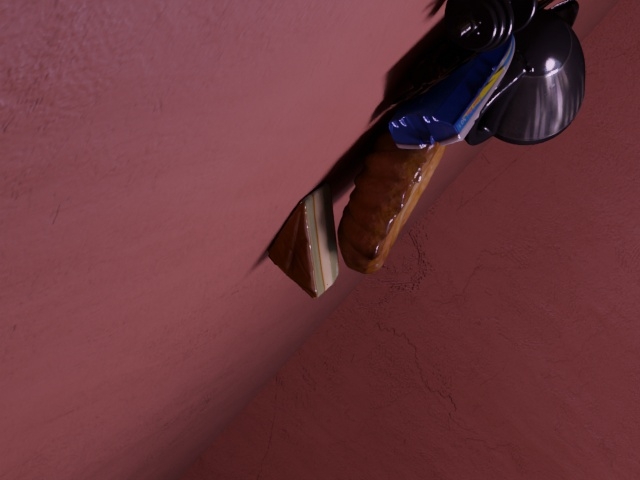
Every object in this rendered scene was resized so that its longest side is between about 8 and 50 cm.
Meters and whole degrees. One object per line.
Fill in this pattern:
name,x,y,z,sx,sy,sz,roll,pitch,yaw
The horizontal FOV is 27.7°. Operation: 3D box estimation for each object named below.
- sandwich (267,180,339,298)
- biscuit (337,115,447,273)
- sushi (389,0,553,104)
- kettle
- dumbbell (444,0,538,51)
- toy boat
sandwich,0.000,0.000,2.093,0.079,0.113,0.163,-40,170,-41
biscuit,0.122,-0.097,2.145,0.325,0.107,0.326,-58,173,-11
sushi,0.214,-0.295,1.891,0.279,0.043,0.192,-36,-172,-7
kettle,0.335,-0.293,2.197,0.251,0.207,0.271,-14,165,-1
dumbbell,0.230,-0.313,1.748,0.208,0.099,0.099,-40,170,-47
toy boat,0.225,-0.246,2.007,0.129,0.088,0.295,-5,-142,44
